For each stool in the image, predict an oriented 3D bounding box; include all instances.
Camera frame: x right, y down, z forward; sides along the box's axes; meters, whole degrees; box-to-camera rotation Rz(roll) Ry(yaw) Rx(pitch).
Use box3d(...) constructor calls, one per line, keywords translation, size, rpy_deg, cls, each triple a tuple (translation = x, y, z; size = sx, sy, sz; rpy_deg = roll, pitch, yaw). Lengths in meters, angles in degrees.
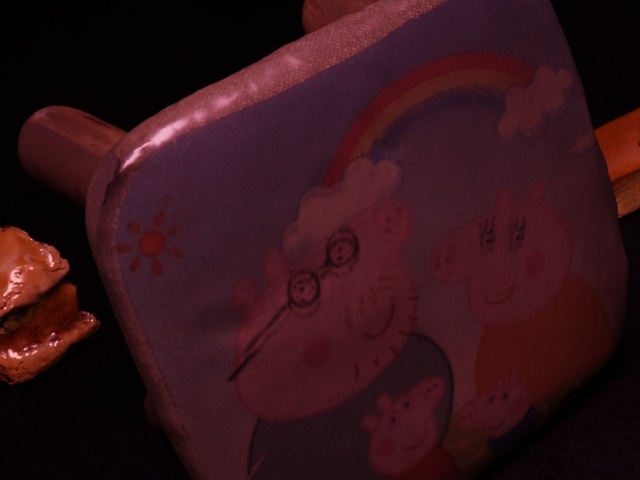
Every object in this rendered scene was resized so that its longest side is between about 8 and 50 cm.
box3d(translation=(0.000, 0.000, 0.763), size=(0.310, 0.310, 0.226), rpy_deg=(-29, 28, -19), cls="stool")

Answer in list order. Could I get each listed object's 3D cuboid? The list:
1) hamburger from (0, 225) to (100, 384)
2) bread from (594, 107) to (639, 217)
box3d(translation=(-0.340, 0.060, 1.091), size=(0.262, 0.124, 0.131), rpy_deg=(1, 36, 38), cls="hamburger")
box3d(translation=(0.208, -0.043, 0.965), size=(0.226, 0.049, 0.088), rpy_deg=(-26, 28, -10), cls="bread")
